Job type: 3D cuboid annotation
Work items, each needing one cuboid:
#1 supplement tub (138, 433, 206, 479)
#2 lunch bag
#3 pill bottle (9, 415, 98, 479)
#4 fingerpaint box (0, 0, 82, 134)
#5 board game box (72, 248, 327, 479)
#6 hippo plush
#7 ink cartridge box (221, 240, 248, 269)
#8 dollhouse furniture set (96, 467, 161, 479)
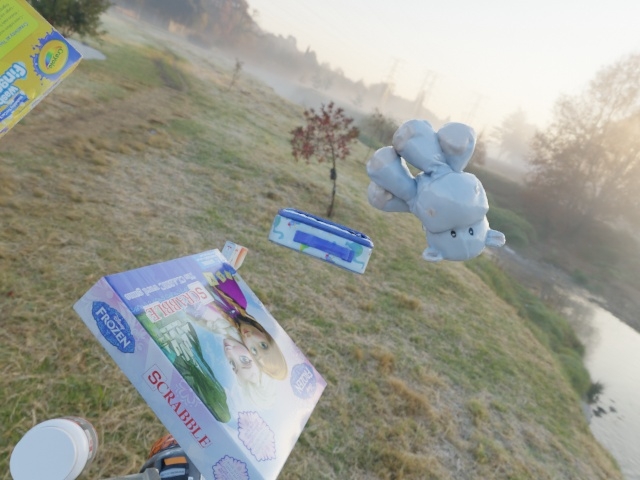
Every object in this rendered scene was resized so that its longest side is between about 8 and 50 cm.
[{"bbox_3d":[-0.328,0.634,1.094,0.206,0.207,0.338,16,26,-21],"label":"supplement tub"},{"bbox_3d":[0.000,0.000,1.027,0.218,0.090,0.176,20,1,-5],"label":"lunch bag"},{"bbox_3d":[-0.852,0.684,1.539,0.210,0.211,0.363,19,-22,-12],"label":"pill bottle"},{"bbox_3d":[-0.957,-0.480,1.278,0.163,0.445,0.371,-2,-39,51],"label":"fingerpaint box"},{"bbox_3d":[-0.143,0.166,0.706,0.318,0.066,0.318,50,13,3],"label":"board game box"},{"bbox_3d":[0.210,-0.061,0.918,0.234,0.294,0.237,-11,41,9],"label":"hippo plush"},{"bbox_3d":[-0.318,0.096,1.628,0.045,0.180,0.145,21,-3,9],"label":"ink cartridge box"},{"bbox_3d":[-0.271,0.480,0.500,0.256,0.362,0.394,11,22,-40],"label":"dollhouse furniture set"}]
